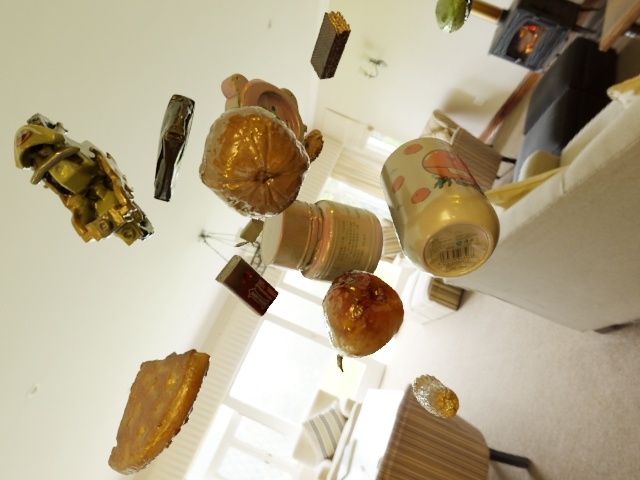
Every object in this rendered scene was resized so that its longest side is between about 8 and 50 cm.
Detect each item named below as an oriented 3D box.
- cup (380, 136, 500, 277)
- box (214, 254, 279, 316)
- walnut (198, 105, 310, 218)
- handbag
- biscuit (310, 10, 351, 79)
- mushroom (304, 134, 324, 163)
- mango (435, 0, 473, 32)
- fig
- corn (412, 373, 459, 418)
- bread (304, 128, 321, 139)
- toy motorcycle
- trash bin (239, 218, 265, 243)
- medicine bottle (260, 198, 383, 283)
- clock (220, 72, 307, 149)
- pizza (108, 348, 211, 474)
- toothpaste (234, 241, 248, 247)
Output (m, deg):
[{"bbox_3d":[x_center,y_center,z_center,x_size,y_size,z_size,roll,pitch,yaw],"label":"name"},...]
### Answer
[{"bbox_3d":[0.264,-0.072,0.938,0.317,0.212,0.212,-93,19,-53],"label":"cup"},{"bbox_3d":[-0.254,0.162,1.456,0.069,0.224,0.120,12,58,49],"label":"box"},{"bbox_3d":[-0.134,-0.155,0.825,0.228,0.228,0.227,23,-90,-87],"label":"walnut"},{"bbox_3d":[-0.429,-0.265,1.179,0.246,0.080,0.223,122,155,-42],"label":"handbag"},{"bbox_3d":[0.036,-0.739,1.569,0.070,0.106,0.252,-18,-17,-24],"label":"biscuit"},{"bbox_3d":[-0.191,-0.304,1.579,0.331,0.334,0.356,-56,-4,1],"label":"mushroom"},{"bbox_3d":[0.304,-0.542,0.944,0.165,0.074,0.091,21,-120,-78],"label":"mango"},{"bbox_3d":[0.067,0.181,0.814,0.159,0.159,0.257,-63,-11,-52],"label":"fig"},{"bbox_3d":[0.350,0.481,1.263,0.313,0.102,0.101,66,-133,-81],"label":"corn"},{"bbox_3d":[-0.046,-0.369,1.537,0.103,0.049,0.062,-30,24,30],"label":"bread"},{"bbox_3d":[-0.595,-0.150,1.045,0.169,0.410,0.237,-39,15,5],"label":"toy motorcycle"},{"bbox_3d":[-0.249,-0.039,1.511,0.092,0.061,0.043,-49,22,36],"label":"trash bin"},{"bbox_3d":[0.000,0.000,1.188,0.241,0.302,0.241,-169,90,-68],"label":"medicine bottle"},{"bbox_3d":[-0.141,-0.305,1.064,0.248,0.090,0.227,1,-102,-55],"label":"clock"},{"bbox_3d":[-0.430,0.439,1.095,0.408,0.114,0.278,-54,34,0],"label":"pizza"},{"bbox_3d":[-0.352,0.015,1.865,0.027,0.083,0.019,-45,-63,-86],"label":"toothpaste"}]
